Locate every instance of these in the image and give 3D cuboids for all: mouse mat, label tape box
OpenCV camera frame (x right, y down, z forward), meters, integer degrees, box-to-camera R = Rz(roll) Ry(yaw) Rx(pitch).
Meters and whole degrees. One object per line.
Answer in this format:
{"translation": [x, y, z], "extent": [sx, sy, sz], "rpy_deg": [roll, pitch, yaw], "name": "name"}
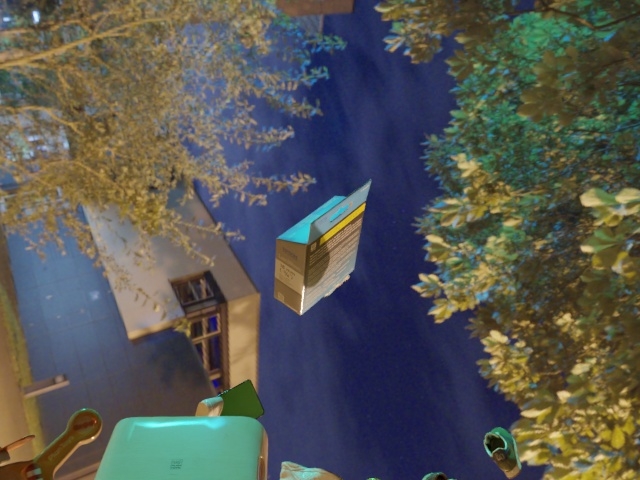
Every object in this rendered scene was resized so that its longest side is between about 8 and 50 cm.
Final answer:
{"translation": [-0.316, 0.639, 2.035], "extent": [0.007, 0.189, 0.153], "rpy_deg": [-27, -94, 52], "name": "mouse mat"}
{"translation": [0.000, 0.000, 1.379], "extent": [0.105, 0.240, 0.334], "rpy_deg": [32, -41, 24], "name": "label tape box"}

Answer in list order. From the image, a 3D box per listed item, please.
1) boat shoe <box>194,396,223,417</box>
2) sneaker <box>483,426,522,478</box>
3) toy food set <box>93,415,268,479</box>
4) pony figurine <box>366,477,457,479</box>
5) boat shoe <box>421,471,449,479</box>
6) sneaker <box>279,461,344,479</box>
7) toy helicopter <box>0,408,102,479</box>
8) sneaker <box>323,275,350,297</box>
{"translation": [-0.298, 0.473, 1.391], "extent": [0.066, 0.063, 0.184], "rpy_deg": [42, -54, 34], "name": "boat shoe"}
{"translation": [0.468, 0.531, 1.399], "extent": [0.086, 0.064, 0.192], "rpy_deg": [49, 12, -5], "name": "sneaker"}
{"translation": [-0.247, 0.423, 0.931], "extent": [0.220, 0.305, 0.093], "rpy_deg": [-96, -173, -63], "name": "toy food set"}
{"translation": [0.200, 0.565, 0.806], "extent": [0.363, 0.350, 0.303], "rpy_deg": [-69, 179, -55], "name": "pony figurine"}
{"translation": [0.361, 0.813, 1.453], "extent": [0.123, 0.123, 0.342], "rpy_deg": [102, -18, -59], "name": "boat shoe"}
{"translation": [-0.020, 0.532, 1.172], "extent": [0.054, 0.152, 0.061], "rpy_deg": [57, 39, -51], "name": "sneaker"}
{"translation": [-0.676, 0.532, 1.249], "extent": [0.235, 0.355, 0.140], "rpy_deg": [38, -41, 5], "name": "toy helicopter"}
{"translation": [0.044, 0.123, 1.749], "extent": [0.229, 0.092, 0.088], "rpy_deg": [120, -49, -66], "name": "sneaker"}
